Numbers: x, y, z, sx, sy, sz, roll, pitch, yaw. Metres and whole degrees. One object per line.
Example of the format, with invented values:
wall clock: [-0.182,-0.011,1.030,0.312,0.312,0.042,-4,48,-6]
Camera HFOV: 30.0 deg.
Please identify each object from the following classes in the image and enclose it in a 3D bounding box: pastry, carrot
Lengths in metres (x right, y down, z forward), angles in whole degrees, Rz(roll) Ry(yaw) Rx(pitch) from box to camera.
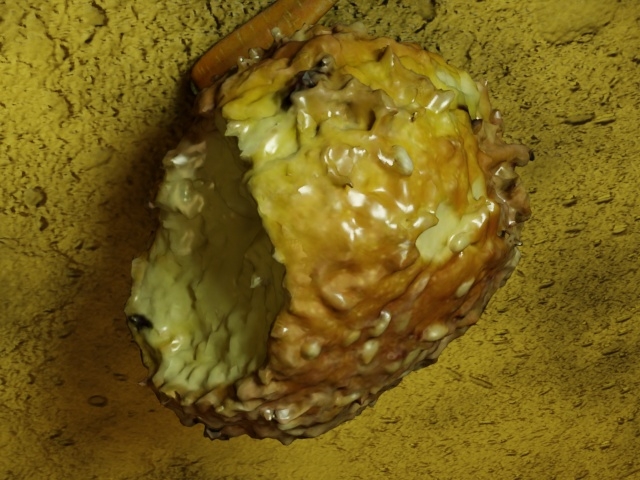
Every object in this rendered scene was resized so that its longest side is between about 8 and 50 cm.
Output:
pastry: [0.015,-0.009,1.055,0.337,0.292,0.405,-11,140,-38]
carrot: [-0.015,-0.202,1.029,0.248,0.043,0.043,-36,136,15]
